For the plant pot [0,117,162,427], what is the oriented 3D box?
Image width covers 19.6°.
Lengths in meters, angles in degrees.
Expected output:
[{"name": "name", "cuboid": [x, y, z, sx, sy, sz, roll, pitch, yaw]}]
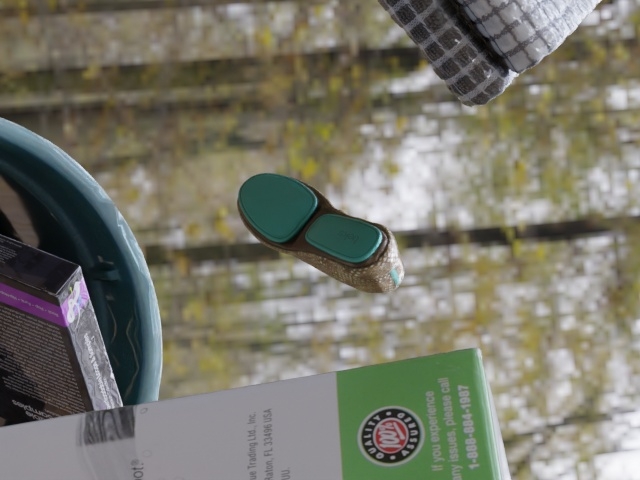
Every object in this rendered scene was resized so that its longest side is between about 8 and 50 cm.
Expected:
[{"name": "plant pot", "cuboid": [-0.320, 0.067, 1.378, 0.334, 0.341, 0.341, -168, -107, -72]}]

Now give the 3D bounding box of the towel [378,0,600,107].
[{"name": "towel", "cuboid": [0.117, -0.253, 1.526, 0.235, 0.121, 0.284, 50, 30, -5]}]

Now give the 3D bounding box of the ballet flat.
[{"name": "ballet flat", "cuboid": [0.000, 0.000, 1.638, 0.206, 0.073, 0.067, 32, -16, 49]}]

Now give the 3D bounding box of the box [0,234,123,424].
[{"name": "box", "cuboid": [-0.177, 0.058, 1.082, 0.029, 0.116, 0.162, -53, 152, -34]}]

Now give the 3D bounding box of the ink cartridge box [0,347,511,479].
[{"name": "ink cartridge box", "cuboid": [-0.043, 0.134, 0.577, 0.160, 0.219, 0.093, -93, 171, -49]}]
